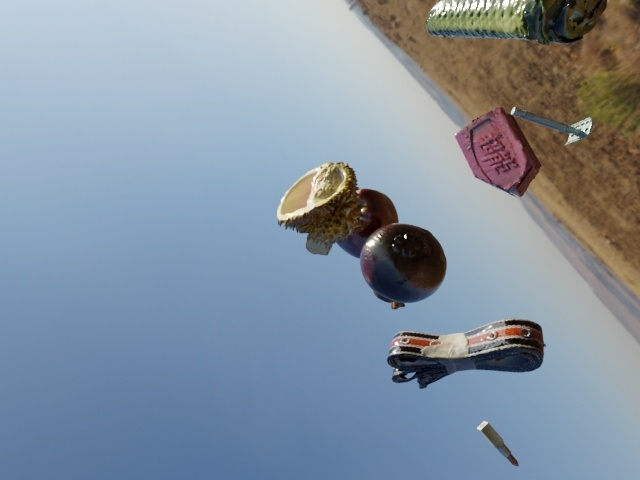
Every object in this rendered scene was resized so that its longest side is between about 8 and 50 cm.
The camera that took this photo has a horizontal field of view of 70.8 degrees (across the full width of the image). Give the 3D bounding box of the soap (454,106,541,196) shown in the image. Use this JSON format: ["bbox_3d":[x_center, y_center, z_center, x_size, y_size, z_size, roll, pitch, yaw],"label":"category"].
[{"bbox_3d":[0.512,-0.238,1.280,0.099,0.162,0.249,14,-130,-51],"label":"soap"}]

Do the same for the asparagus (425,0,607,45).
[{"bbox_3d":[0.350,-0.450,0.872,0.108,0.128,0.382,14,-163,-29],"label":"asparagus"}]

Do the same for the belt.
[{"bbox_3d":[0.321,0.257,1.034,0.126,0.360,0.094,56,-145,-19],"label":"belt"}]

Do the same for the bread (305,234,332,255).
[{"bbox_3d":[-0.001,-0.001,1.433,0.077,0.083,0.070,12,-129,15],"label":"bread"}]

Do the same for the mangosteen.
[{"bbox_3d":[0.290,0.084,1.574,0.297,0.297,0.293,62,-173,30],"label":"mangosteen"}]

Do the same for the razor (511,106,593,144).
[{"bbox_3d":[0.709,-0.371,1.404,0.232,0.068,0.106,18,178,-3],"label":"razor"}]

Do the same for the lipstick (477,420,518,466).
[{"bbox_3d":[0.467,0.534,1.173,0.129,0.030,0.030,50,170,11],"label":"lipstick"}]

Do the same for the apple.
[{"bbox_3d":[0.178,-0.075,1.834,0.288,0.288,0.317,60,-168,27],"label":"apple"}]

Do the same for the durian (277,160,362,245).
[{"bbox_3d":[0.007,-0.074,0.985,0.138,0.183,0.249,36,-148,-24],"label":"durian"}]
